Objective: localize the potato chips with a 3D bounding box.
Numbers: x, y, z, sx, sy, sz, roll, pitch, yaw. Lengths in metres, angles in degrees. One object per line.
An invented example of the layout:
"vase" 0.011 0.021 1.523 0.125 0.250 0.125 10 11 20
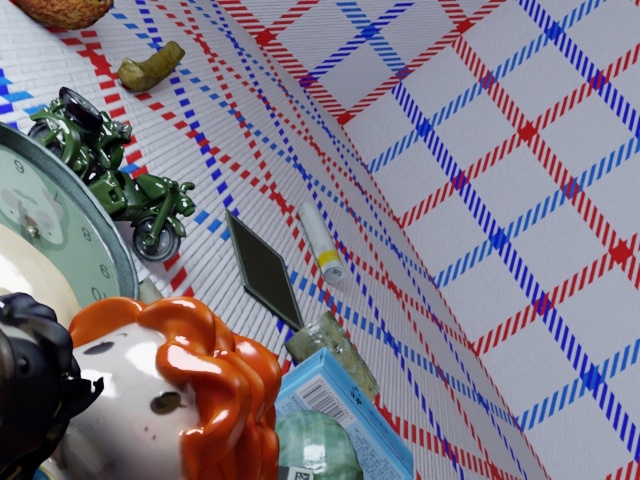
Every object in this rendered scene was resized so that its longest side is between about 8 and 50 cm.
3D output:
"potato chips" -0.360 -0.367 1.902 0.057 0.080 0.407 35 17 -7

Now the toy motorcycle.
"toy motorcycle" -0.301 -0.094 1.287 0.275 0.127 0.205 52 10 6

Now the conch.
"conch" -0.023 0.319 1.114 0.277 0.220 0.195 29 57 -7

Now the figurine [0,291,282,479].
"figurine" -0.199 0.165 0.609 0.241 0.306 0.412 15 -6 28

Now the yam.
"yam" 0.027 0.235 1.624 0.194 0.107 0.107 56 13 7

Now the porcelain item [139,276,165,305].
"porcelain item" -0.190 0.148 1.203 0.213 0.054 0.084 53 6 -5

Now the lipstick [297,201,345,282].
"lipstick" 0.000 0.000 2.245 0.059 0.059 0.264 42 17 -40

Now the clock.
"clock" -0.342 -0.008 1.053 0.319 0.066 0.319 50 14 -17

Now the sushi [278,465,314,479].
"sushi" -0.106 0.299 0.966 0.201 0.031 0.139 5 28 -5

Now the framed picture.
"framed picture" -0.113 0.063 1.780 0.197 0.014 0.252 44 16 -37

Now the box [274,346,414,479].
"box" 0.019 0.297 1.350 0.232 0.143 0.083 51 13 -10

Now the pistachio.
"pistachio" -0.308 0.071 0.824 0.229 0.157 0.157 51 12 17

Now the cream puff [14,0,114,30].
"cream puff" -0.481 -0.483 1.592 0.240 0.164 0.240 54 24 -36
